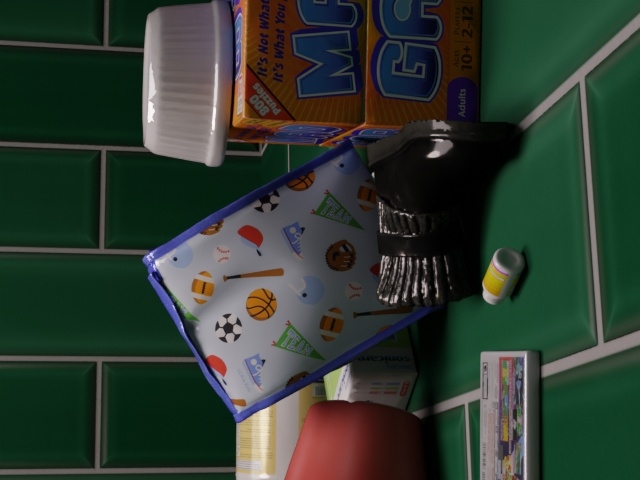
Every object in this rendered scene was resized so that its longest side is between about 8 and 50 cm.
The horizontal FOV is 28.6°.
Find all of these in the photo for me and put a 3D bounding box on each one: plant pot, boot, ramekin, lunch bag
[{"bbox_3d":[0.060,0.405,2.070,0.275,0.275,0.243,120,160,-68],"label":"plant pot"},{"bbox_3d":[0.175,-0.035,1.819,0.348,0.131,0.260,162,105,-72],"label":"boot"},{"bbox_3d":[-0.217,-0.253,2.006,0.273,0.127,0.272,-179,90,-79],"label":"ramekin"},{"bbox_3d":[-0.054,0.071,2.060,0.327,0.385,0.239,59,167,2],"label":"lunch bag"}]

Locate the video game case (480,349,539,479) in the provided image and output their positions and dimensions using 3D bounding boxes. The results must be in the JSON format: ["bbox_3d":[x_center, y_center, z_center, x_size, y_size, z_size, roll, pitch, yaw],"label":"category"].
[{"bbox_3d":[0.252,0.248,1.676,0.183,0.023,0.201,155,117,-78],"label":"video game case"}]

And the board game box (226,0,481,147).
[{"bbox_3d":[0.033,-0.342,2.002,0.356,0.356,0.356,175,96,-79],"label":"board game box"}]

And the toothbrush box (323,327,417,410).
[{"bbox_3d":[0.078,0.197,2.303,0.283,0.122,0.206,-99,15,-44],"label":"toothbrush box"}]

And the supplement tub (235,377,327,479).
[{"bbox_3d":[-0.060,0.420,2.668,0.241,0.241,0.331,151,120,-77],"label":"supplement tub"}]

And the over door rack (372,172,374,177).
[{"bbox_3d":[0.000,0.000,2.408,0.108,0.239,0.324,49,154,12],"label":"over door rack"}]

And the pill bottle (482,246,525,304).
[{"bbox_3d":[0.244,0.050,1.686,0.083,0.043,0.043,105,162,-49],"label":"pill bottle"}]

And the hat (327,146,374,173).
[{"bbox_3d":[0.088,-0.128,2.307,0.208,0.173,0.183,-39,-69,-70],"label":"hat"}]
